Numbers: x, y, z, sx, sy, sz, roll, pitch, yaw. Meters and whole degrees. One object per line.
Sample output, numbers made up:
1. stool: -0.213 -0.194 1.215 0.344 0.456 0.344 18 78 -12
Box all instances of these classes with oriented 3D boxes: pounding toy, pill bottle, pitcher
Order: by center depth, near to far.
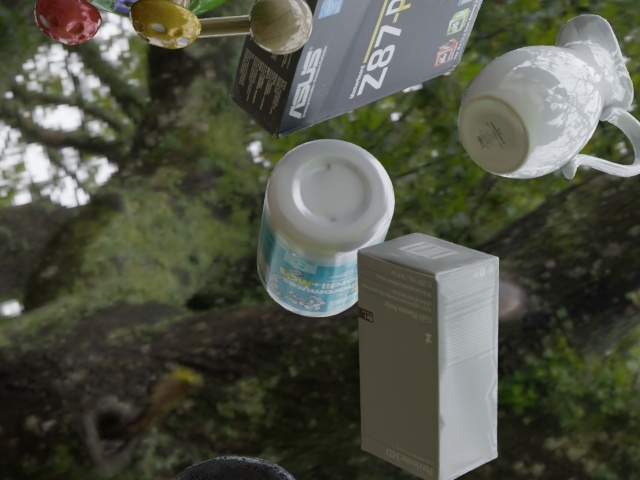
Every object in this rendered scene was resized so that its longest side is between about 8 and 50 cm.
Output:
1. pounding toy: -0.134 -0.186 1.075 0.183 0.237 0.110 -1 -114 35
2. pitcher: 0.246 -0.121 1.395 0.178 0.207 0.125 56 -42 2
3. pill bottle: 0.000 0.000 1.640 0.146 0.146 0.264 55 -18 18

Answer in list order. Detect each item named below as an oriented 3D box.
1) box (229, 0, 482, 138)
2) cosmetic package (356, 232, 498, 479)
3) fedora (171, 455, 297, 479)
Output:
1. box: 0.079 -0.326 1.510 0.097 0.318 0.395 44 -44 26
2. cosmetic package: 0.114 0.123 1.461 0.127 0.107 0.238 16 -67 47
3. fedora: -0.090 0.372 1.695 0.334 0.334 0.152 24 -45 38
